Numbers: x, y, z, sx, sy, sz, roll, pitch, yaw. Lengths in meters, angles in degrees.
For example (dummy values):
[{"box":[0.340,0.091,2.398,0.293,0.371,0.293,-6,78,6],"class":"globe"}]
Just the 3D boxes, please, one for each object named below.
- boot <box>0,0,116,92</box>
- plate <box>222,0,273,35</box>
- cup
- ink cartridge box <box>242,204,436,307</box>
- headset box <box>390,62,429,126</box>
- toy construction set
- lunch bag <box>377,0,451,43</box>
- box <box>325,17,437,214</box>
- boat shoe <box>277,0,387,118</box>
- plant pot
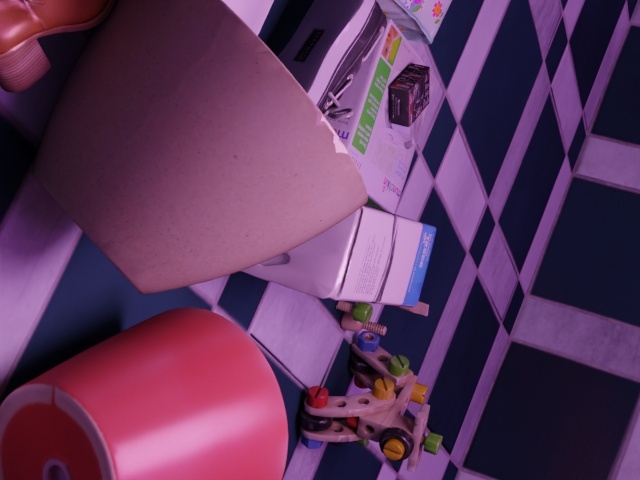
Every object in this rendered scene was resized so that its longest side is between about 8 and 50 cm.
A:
[{"box":[-0.262,-0.251,1.127,0.197,0.073,0.152,-62,150,-31],"class":"boot"},{"box":[-0.080,-0.365,1.221,0.278,0.045,0.277,61,48,-62],"class":"plate"},{"box":[-0.150,-0.085,1.249,0.237,0.331,0.331,-41,150,-7],"class":"cup"},{"box":[0.000,0.000,1.687,0.307,0.223,0.129,12,95,-67],"class":"ink cartridge box"},{"box":[0.127,-0.206,1.758,0.083,0.032,0.062,-50,147,-43],"class":"headset box"},{"box":[0.126,0.250,2.123,0.257,0.237,0.308,-3,108,-66],"class":"toy construction set"},{"box":[0.094,-0.433,1.695,0.262,0.160,0.223,40,73,-50],"class":"lunch bag"},{"box":[0.050,-0.185,1.802,0.262,0.127,0.231,34,73,-66],"class":"box"},{"box":[-0.014,-0.202,1.615,0.306,0.113,0.105,-60,139,-17],"class":"boat shoe"},{"box":[-0.210,0.228,1.359,0.243,0.275,0.275,-12,117,-54],"class":"plant pot"}]
